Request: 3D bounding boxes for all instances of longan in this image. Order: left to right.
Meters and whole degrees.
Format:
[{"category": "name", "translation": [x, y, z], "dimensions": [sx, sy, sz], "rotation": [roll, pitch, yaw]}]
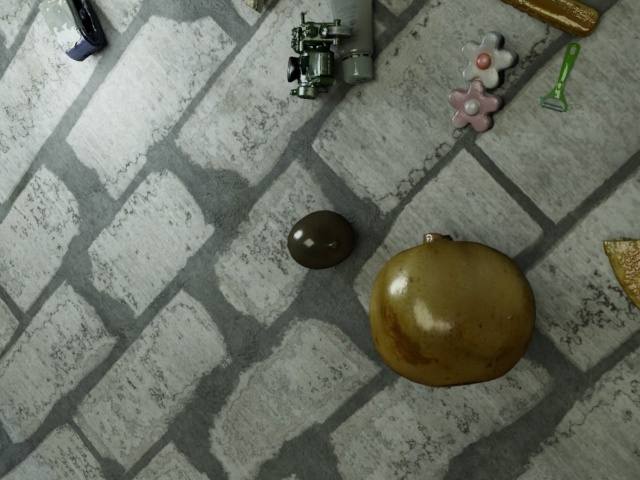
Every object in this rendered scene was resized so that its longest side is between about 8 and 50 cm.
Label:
[{"category": "longan", "translation": [0.000, 0.000, 1.928], "dimensions": [0.189, 0.189, 0.189], "rotation": [3, 98, 23]}]

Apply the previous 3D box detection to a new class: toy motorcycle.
[{"category": "toy motorcycle", "translation": [-0.016, -0.486, 1.851], "dimensions": [0.127, 0.275, 0.205], "rotation": [-1, 98, -20]}]

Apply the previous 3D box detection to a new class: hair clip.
[{"category": "hair clip", "translation": [0.408, -0.399, 1.757], "dimensions": [0.146, 0.075, 0.257], "rotation": [21, 109, 15]}]

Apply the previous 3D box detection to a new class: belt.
[{"category": "belt", "translation": [-0.773, -0.691, 2.184], "dimensions": [0.126, 0.140, 0.230], "rotation": [-26, 84, 25]}]

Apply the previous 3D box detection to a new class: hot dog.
[{"category": "hot dog", "translation": [0.538, -0.576, 1.677], "dimensions": [0.286, 0.061, 0.087], "rotation": [37, 106, 16]}]

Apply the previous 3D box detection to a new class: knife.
[{"category": "knife", "translation": [0.599, -0.401, 1.697], "dimensions": [0.078, 0.022, 0.166], "rotation": [20, 105, 15]}]

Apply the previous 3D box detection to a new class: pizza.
[{"category": "pizza", "translation": [0.853, 0.066, 1.624], "dimensions": [0.288, 0.075, 0.280], "rotation": [-28, 90, 22]}]

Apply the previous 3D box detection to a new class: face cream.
[{"category": "face cream", "translation": [0.088, -0.583, 1.862], "dimensions": [0.143, 0.089, 0.314], "rotation": [-7, 88, 30]}]

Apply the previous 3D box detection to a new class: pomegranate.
[{"category": "pomegranate", "translation": [0.316, 0.163, 1.693], "dimensions": [0.417, 0.417, 0.416], "rotation": [3, 98, 23]}]

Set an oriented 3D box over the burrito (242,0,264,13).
[{"category": "burrito", "translation": [-0.179, -0.767, 1.962], "dimensions": [0.087, 0.060, 0.226], "rotation": [21, 105, 19]}]
